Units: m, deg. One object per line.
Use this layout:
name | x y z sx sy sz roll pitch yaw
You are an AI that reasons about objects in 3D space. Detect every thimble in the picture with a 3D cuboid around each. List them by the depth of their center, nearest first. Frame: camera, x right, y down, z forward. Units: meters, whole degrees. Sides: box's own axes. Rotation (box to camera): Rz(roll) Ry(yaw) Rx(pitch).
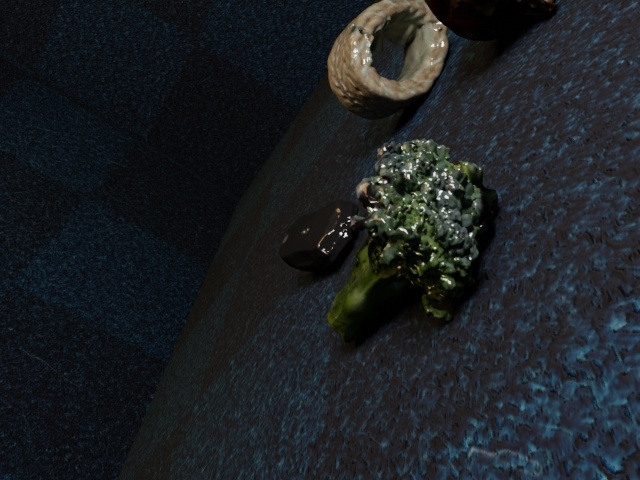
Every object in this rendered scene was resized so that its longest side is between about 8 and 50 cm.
thimble | 0.133 -0.353 1.138 0.229 0.196 0.148 -31 8 -19

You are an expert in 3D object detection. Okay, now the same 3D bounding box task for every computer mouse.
computer mouse | 0.000 0.000 1.086 0.217 0.073 0.122 -18 44 60

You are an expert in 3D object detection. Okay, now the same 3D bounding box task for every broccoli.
broccoli | 0.074 0.028 0.678 0.165 0.145 0.304 -65 2 -41

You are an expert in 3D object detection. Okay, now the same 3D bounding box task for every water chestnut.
water chestnut | 0.251 -0.393 0.832 0.223 0.238 0.224 -35 -28 -22
